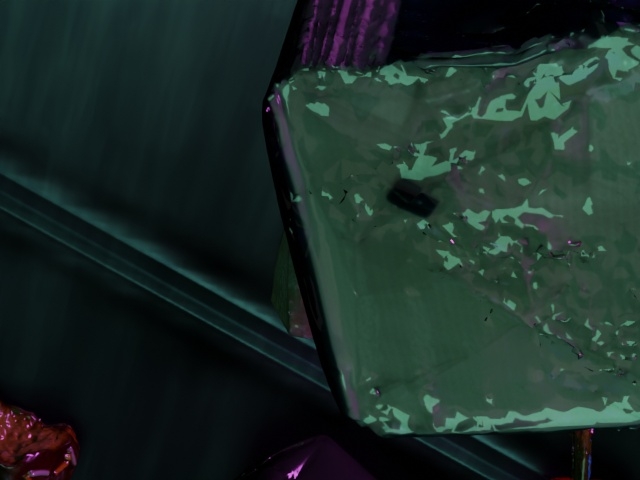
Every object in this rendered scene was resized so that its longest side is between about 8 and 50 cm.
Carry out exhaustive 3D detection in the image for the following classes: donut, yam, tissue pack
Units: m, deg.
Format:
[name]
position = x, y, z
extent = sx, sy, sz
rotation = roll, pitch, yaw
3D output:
[donut]
position = -0.352, 0.193, 1.516
extent = 0.216, 0.096, 0.230
rotation = -22, 117, 25
[yam]
position = 0.000, 0.000, 1.325
extent = 0.068, 0.068, 0.169
rotation = 16, 125, 1
[tissue pack]
position = 0.123, -0.103, 1.011
extent = 0.253, 0.417, 0.264
rotation = -4, 123, 15

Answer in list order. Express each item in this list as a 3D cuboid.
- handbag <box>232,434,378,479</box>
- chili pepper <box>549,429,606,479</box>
[handbag]
position = 0.023, 0.365, 1.496
extent = 0.342, 0.152, 0.288
rotation = 42, 139, 8
[chili pepper]
position = 0.234, 0.318, 1.461
extent = 0.110, 0.110, 0.388
rotation = 0, 127, 13
